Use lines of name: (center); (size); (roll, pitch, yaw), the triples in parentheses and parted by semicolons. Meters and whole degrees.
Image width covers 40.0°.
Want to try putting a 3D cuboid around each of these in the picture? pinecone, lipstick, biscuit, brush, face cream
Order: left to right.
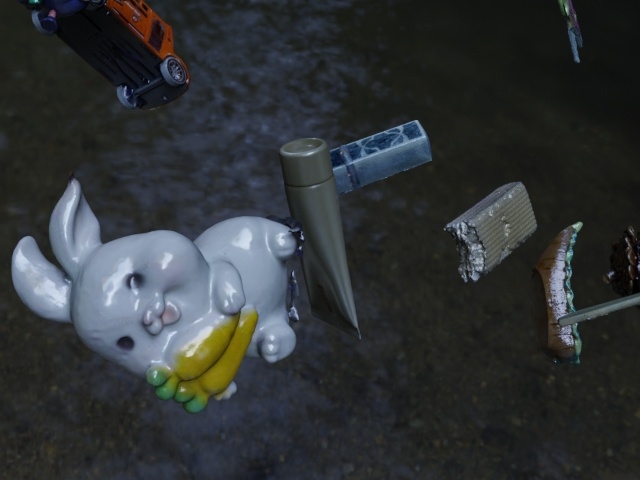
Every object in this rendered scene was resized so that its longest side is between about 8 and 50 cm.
face cream: (0.000, 0.000, 1.480); (0.084, 0.341, 0.137); (-26, 29, -31)
lipstick: (0.082, -0.157, 1.789); (0.289, 0.076, 0.077); (-19, 40, 1)
biscuit: (0.313, -0.020, 1.587); (0.061, 0.108, 0.239); (-10, 15, 43)
brush: (0.543, 0.091, 1.462); (0.085, 0.336, 0.020); (-22, 88, -54)
pinecone: (0.648, 0.064, 1.658); (0.212, 0.169, 0.185); (20, 23, 0)

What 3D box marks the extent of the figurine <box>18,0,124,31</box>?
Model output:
figurine: (-0.389, -0.414, 1.433); (0.195, 0.102, 0.111); (-15, 47, -30)

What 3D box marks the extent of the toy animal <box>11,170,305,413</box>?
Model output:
toy animal: (-0.171, 0.054, 1.011); (0.310, 0.183, 0.247); (-4, 37, -40)

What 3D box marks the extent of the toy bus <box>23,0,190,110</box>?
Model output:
toy bus: (-0.389, -0.398, 1.674); (0.143, 0.329, 0.153); (-21, 46, 30)

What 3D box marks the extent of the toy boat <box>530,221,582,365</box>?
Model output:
toy boat: (0.462, 0.096, 1.714); (0.099, 0.108, 0.293); (9, 73, -12)

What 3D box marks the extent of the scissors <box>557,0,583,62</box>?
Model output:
scissors: (0.471, -0.424, 1.658); (0.020, 0.187, 0.134); (-3, 48, 27)
